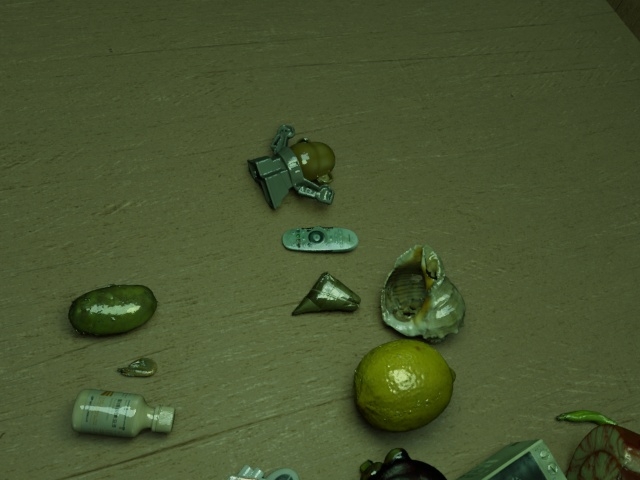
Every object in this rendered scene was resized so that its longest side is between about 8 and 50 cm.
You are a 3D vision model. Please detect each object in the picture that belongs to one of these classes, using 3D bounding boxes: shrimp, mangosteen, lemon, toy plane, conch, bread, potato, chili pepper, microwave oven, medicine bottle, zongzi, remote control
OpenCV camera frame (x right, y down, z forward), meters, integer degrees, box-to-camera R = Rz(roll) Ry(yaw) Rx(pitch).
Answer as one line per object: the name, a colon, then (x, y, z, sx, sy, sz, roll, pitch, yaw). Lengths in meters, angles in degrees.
shrimp: (-0.519, 0.358, 1.646, 0.108, 0.023, 0.059, 6, 50, -8)
mangosteen: (0.197, 0.679, 1.498, 0.275, 0.275, 0.302, -22, 31, -22)
lemon: (0.237, 0.408, 1.638, 0.310, 0.258, 0.258, -13, 64, -15)
toy plane: (-0.143, 0.691, 1.476, 0.252, 0.118, 0.252, 7, 58, -11)
conch: (0.315, 0.176, 1.831, 0.263, 0.186, 0.324, -9, 88, -3)
bread: (0.779, 0.672, 1.573, 0.114, 0.295, 0.327, 25, 65, 3)
potato: (-0.594, 0.200, 1.673, 0.251, 0.113, 0.149, -9, 54, -26)
chili pepper: (0.834, 0.554, 1.807, 0.208, 0.043, 0.049, 12, 84, 1)
microwave oven: (0.510, 0.668, 1.584, 0.240, 0.194, 0.145, -23, 72, -23)
medicine bottle: (-0.515, 0.462, 1.532, 0.252, 0.114, 0.114, 9, 59, -7)
zongzi: (0.025, 0.206, 1.821, 0.160, 0.078, 0.176, 35, 69, 9)
remote control: (0.000, -0.001, 1.952, 0.256, 0.045, 0.097, 3, 59, -7)

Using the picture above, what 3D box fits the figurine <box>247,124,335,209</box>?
figurine: (-0.082, -0.253, 2.011, 0.285, 0.167, 0.342, -26, 89, -15)
